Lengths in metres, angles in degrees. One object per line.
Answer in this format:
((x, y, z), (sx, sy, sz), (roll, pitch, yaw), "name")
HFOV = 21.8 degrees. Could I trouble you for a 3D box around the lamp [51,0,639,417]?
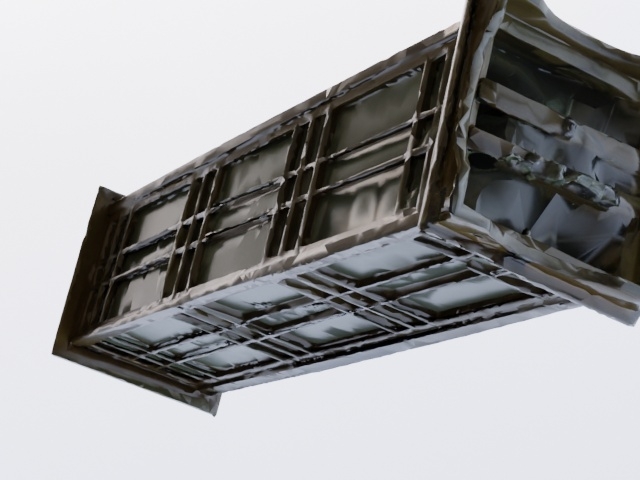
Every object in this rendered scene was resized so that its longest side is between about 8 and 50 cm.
((0.000, 0.000, 0.643), (0.325, 0.089, 0.090), (-22, -130, 58), "lamp")
